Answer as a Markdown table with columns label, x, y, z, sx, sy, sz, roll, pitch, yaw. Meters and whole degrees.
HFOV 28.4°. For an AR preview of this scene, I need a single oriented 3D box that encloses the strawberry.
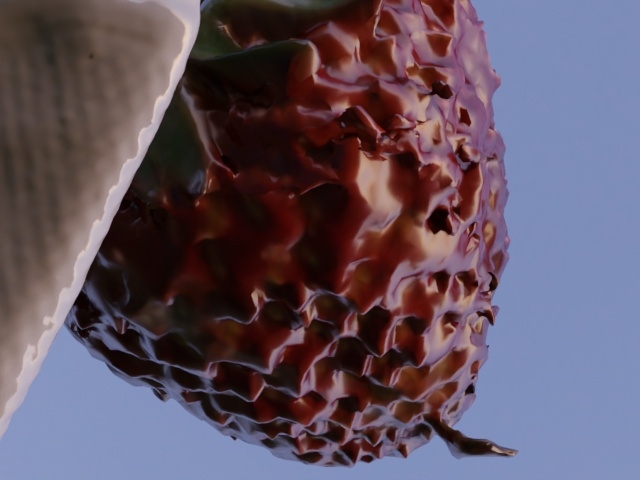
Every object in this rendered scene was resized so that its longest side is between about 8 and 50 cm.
| label | x | y | z | sx | sy | sz | roll | pitch | yaw |
| --- | --- | --- | --- | --- | --- | --- | --- | --- | --- |
| strawberry | 0.001 | 0.001 | 0.699 | 0.292 | 0.292 | 0.343 | -25 | -60 | 23 |

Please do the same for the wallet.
| label | x | y | z | sx | sy | sz | roll | pitch | yaw |
| --- | --- | --- | --- | --- | --- | --- | --- | --- | --- |
| wallet | -0.117 | -0.025 | 0.354 | 0.124 | 0.032 | 0.183 | 27 | -89 | 4 |
